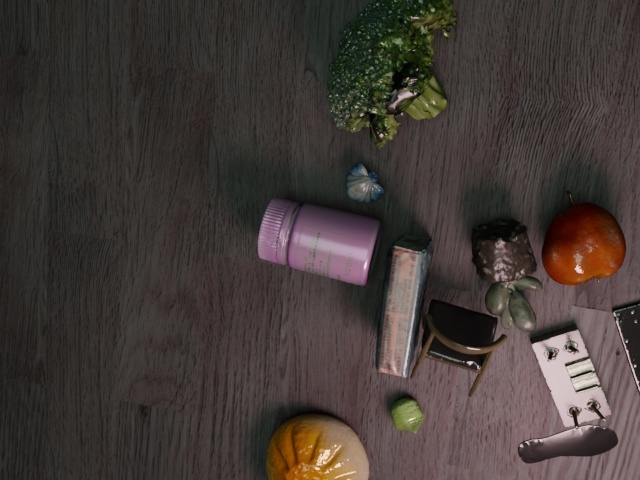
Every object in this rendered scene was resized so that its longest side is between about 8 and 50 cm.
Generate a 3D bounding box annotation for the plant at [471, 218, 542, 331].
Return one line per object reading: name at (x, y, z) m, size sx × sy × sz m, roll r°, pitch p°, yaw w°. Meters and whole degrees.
plant at (0.461, 0.088, 1.549) m, size 0.149 × 0.146 × 0.274 m, roll -15°, pitch 105°, yaw 6°

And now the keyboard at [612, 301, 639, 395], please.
keyboard at (0.824, 0.303, 1.569) m, size 0.101 × 0.018 × 0.309 m, roll -19°, pitch 95°, yaw 17°

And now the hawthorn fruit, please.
hawthorn fruit at (0.612, -0.009, 1.484) m, size 0.196 × 0.196 × 0.225 m, roll -10°, pitch 82°, yaw 14°

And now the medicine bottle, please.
medicine bottle at (0.000, 0.000, 1.618) m, size 0.291 × 0.178 × 0.178 m, roll 13°, pitch 102°, yaw 10°

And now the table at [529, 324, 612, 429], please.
table at (0.631, 0.353, 1.573) m, size 0.121 × 0.111 × 0.240 m, roll -23°, pitch 94°, yaw 14°

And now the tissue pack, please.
tissue pack at (0.208, 0.152, 1.571) m, size 0.103 × 0.228 × 0.315 m, roll 9°, pitch 101°, yaw 11°

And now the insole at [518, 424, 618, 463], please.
insole at (0.649, 0.538, 1.657) m, size 0.253 × 0.005 × 0.086 m, roll -15°, pitch 95°, yaw 14°

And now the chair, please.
chair at (0.333, 0.239, 1.526) m, size 0.188 × 0.272 × 0.166 m, roll 16°, pitch 59°, yaw 9°

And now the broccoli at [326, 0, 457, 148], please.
broccoli at (0.162, -0.402, 1.465) m, size 0.277 × 0.338 × 0.317 m, roll 1°, pitch 125°, yaw 41°

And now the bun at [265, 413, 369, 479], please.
bun at (-0.017, 0.639, 1.742) m, size 0.299 × 0.165 × 0.299 m, roll 3°, pitch 101°, yaw 14°

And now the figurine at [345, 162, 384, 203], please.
figurine at (0.105, -0.139, 1.631) m, size 0.114 × 0.079 × 0.114 m, roll 22°, pitch 139°, yaw 20°

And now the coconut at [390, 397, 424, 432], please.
coconut at (0.236, 0.475, 1.698) m, size 0.088 × 0.088 × 0.096 m, roll -30°, pitch 63°, yaw 16°
